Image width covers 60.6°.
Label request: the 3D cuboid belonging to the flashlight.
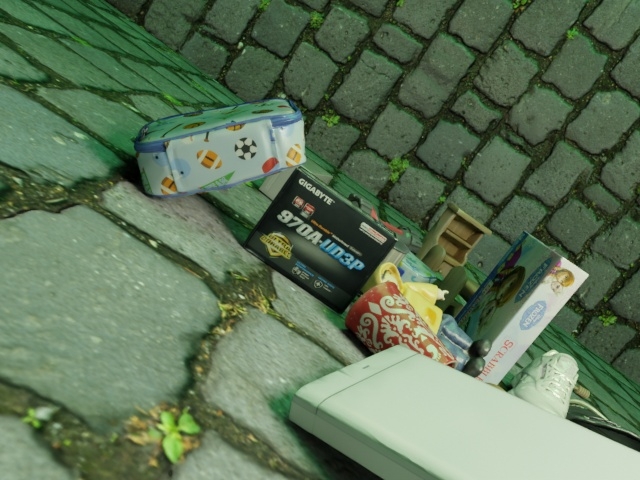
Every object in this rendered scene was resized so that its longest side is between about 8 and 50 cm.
[{"bbox_3d":[0.182,-0.042,1.622,0.304,0.103,0.103,22,10,-41],"label":"flashlight"}]

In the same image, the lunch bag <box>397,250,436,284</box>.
[{"bbox_3d":[0.194,0.061,1.465,0.219,0.090,0.176,41,13,22],"label":"lunch bag"}]

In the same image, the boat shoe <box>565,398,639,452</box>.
[{"bbox_3d":[0.636,0.456,1.114,0.340,0.127,0.113,41,14,27],"label":"boat shoe"}]

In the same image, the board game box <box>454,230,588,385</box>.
[{"bbox_3d":[0.410,0.146,1.209,0.065,0.319,0.318,34,12,0],"label":"board game box"}]

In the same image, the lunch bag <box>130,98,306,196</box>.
[{"bbox_3d":[-0.181,-0.176,0.976,0.303,0.115,0.243,-10,25,-5],"label":"lunch bag"}]

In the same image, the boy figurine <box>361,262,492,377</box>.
[{"bbox_3d":[0.195,0.143,1.062,0.285,0.092,0.177,43,51,-3],"label":"boy figurine"}]

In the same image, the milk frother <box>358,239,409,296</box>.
[{"bbox_3d":[0.134,0.074,1.151,0.143,0.135,0.129,39,19,15],"label":"milk frother"}]

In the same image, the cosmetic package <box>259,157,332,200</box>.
[{"bbox_3d":[-0.062,-0.159,1.514,0.107,0.127,0.238,39,11,12],"label":"cosmetic package"}]

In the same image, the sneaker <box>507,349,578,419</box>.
[{"bbox_3d":[0.486,0.312,1.184,0.114,0.152,0.305,40,14,9],"label":"sneaker"}]

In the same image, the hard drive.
[{"bbox_3d":[0.174,0.217,0.572,0.353,0.047,0.233,20,16,35],"label":"hard drive"}]

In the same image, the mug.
[{"bbox_3d":[0.145,0.167,0.913,0.150,0.113,0.169,16,27,-53],"label":"mug"}]

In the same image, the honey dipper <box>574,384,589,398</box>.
[{"bbox_3d":[0.782,0.452,1.746,0.160,0.031,0.030,31,13,-4],"label":"honey dipper"}]

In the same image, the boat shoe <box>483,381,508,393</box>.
[{"bbox_3d":[0.252,0.332,0.643,0.123,0.123,0.342,-12,53,-32],"label":"boat shoe"}]

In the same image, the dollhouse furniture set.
[{"bbox_3d":[0.469,0.095,1.683,0.362,0.257,0.394,29,14,-28],"label":"dollhouse furniture set"}]

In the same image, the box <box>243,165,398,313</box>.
[{"bbox_3d":[0.000,0.000,0.982,0.220,0.175,0.051,36,13,-5],"label":"box"}]
